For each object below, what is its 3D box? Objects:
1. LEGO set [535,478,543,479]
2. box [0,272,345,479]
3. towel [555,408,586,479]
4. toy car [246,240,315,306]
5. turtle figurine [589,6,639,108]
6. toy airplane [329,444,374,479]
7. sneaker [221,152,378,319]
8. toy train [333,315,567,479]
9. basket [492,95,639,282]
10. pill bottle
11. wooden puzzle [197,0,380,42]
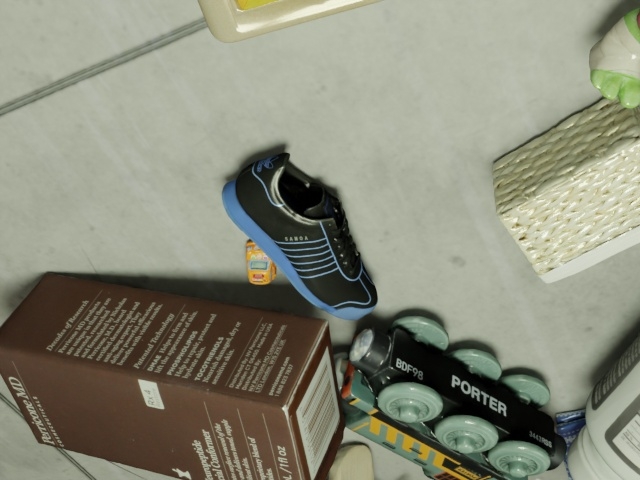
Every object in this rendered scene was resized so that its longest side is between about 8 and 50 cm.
[{"bbox_3d":[0.351,0.423,1.012,0.182,0.060,0.244,14,133,27],"label":"LEGO set"},{"bbox_3d":[-0.176,0.172,0.939,0.381,0.143,0.191,8,132,21],"label":"box"},{"bbox_3d":[0.486,0.346,1.157,0.243,0.040,0.336,-13,128,15],"label":"towel"},{"bbox_3d":[-0.035,0.042,0.937,0.122,0.040,0.060,16,130,-8],"label":"toy car"},{"bbox_3d":[0.342,-0.176,0.588,0.275,0.198,0.266,51,149,15],"label":"turtle figurine"},{"bbox_3d":[0.060,0.552,1.128,0.384,0.386,0.272,44,161,-3],"label":"toy airplane"},{"bbox_3d":[0.000,0.000,0.871,0.090,0.081,0.232,-28,122,35],"label":"sneaker"},{"bbox_3d":[0.153,0.224,1.024,0.334,0.142,0.190,30,136,-19],"label":"toy train"},{"bbox_3d":[0.262,-0.055,0.782,0.167,0.113,0.103,-30,118,28],"label":"basket"},{"bbox_3d":[0.425,0.192,0.930,0.176,0.176,0.318,16,128,-9],"label":"pill bottle"},{"bbox_3d":[-0.020,-0.283,0.651,0.238,0.044,0.221,-10,130,14],"label":"wooden puzzle"}]
